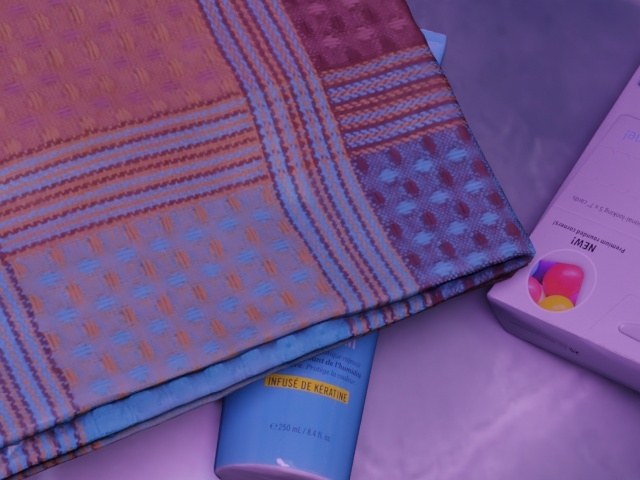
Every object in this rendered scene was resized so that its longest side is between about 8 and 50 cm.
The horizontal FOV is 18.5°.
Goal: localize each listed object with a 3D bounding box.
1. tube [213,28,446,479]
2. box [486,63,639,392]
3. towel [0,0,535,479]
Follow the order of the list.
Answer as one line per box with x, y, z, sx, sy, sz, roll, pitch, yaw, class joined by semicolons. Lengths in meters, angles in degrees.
0.000;0.000;0.796;0.080;0.052;0.207;15;69;-17;tube
0.178;-0.018;0.794;0.145;0.038;0.186;24;70;31;box
-0.122;-0.051;0.721;0.370;0.040;0.271;-19;77;-28;towel
